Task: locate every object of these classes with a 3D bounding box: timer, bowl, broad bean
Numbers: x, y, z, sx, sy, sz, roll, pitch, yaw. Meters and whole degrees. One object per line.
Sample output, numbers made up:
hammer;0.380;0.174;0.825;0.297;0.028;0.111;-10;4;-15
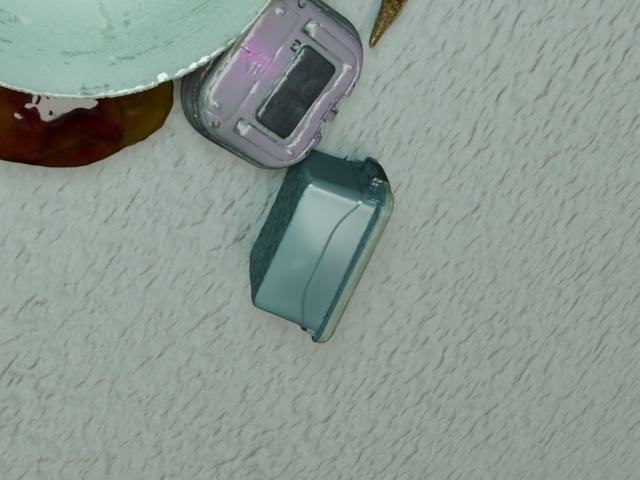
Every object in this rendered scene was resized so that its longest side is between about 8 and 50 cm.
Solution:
timer;-0.052;-0.192;1.214;0.191;0.069;0.208;28;98;-38
bowl;-0.237;-0.371;0.993;0.434;0.196;0.435;-8;122;-14
broad bean;-0.277;-0.153;1.152;0.228;0.122;0.156;-6;116;-10

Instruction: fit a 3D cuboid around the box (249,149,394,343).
box;0.000;0.000;1.311;0.130;0.162;0.227;19;111;-14

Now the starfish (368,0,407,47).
starfish;0.094;-0.338;1.192;0.213;0.057;0.238;-14;121;-28
